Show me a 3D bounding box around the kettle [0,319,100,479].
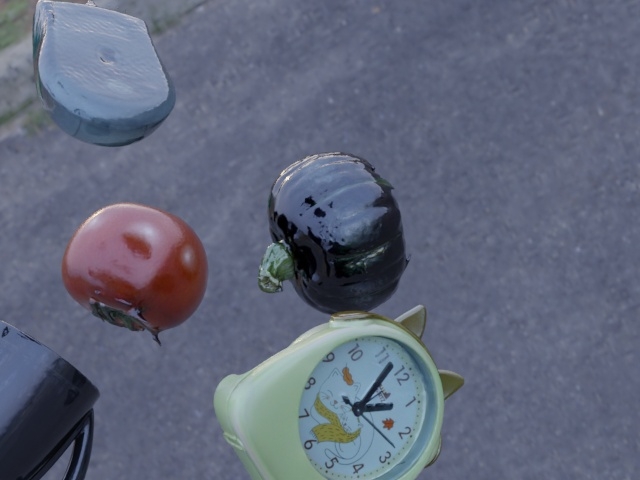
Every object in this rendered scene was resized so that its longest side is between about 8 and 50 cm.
[{"bbox_3d":[-0.461,0.301,1.809,0.290,0.268,0.207,-58,16,-21],"label":"kettle"}]

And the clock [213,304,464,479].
[{"bbox_3d":[0.044,0.247,1.823,0.348,0.286,0.117,-34,16,-20],"label":"clock"}]

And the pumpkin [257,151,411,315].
[{"bbox_3d":[0.000,0.000,2.147,0.296,0.296,0.296,-21,35,15],"label":"pumpkin"}]

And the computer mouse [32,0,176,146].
[{"bbox_3d":[-0.319,-0.233,1.775,0.371,0.188,0.122,-110,37,-50],"label":"computer mouse"}]

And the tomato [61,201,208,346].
[{"bbox_3d":[-0.322,0.051,2.189,0.256,0.256,0.224,10,75,45],"label":"tomato"}]
